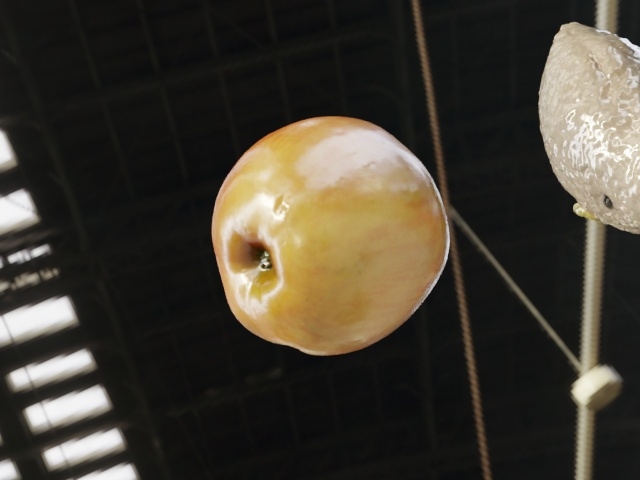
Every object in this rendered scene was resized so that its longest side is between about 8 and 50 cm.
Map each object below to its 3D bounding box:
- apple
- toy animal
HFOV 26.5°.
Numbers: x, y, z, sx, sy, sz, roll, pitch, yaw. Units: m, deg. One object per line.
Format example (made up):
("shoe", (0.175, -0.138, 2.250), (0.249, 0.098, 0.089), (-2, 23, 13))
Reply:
("apple", (0.000, 0.000, 1.383), (0.241, 0.242, 0.242), (-14, -40, -53))
("toy animal", (0.391, -0.143, 1.814), (0.188, 0.358, 0.226), (-19, -35, 5))
